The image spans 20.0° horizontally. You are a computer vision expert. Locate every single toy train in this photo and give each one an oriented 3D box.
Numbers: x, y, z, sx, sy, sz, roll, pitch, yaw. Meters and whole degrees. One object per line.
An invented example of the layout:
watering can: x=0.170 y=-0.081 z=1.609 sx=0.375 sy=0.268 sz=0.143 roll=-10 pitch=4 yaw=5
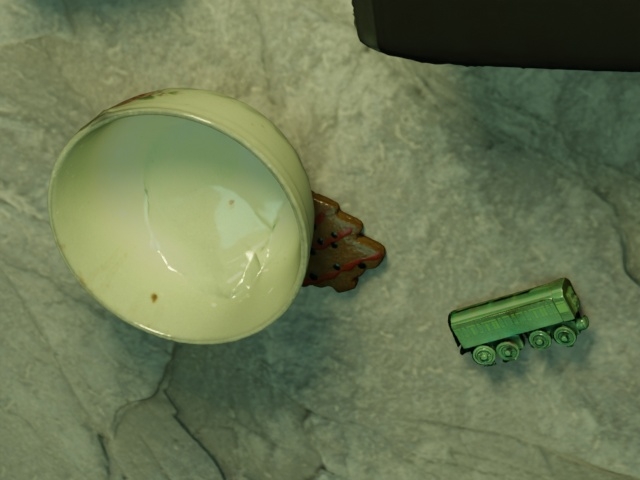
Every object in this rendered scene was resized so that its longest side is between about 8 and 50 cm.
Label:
toy train: x=0.205 y=0.087 z=1.889 sx=0.148 sy=0.038 sz=0.071 roll=-18 pitch=111 yaw=28

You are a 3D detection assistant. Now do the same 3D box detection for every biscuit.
biscuit: x=0.000 y=0.000 z=1.912 sx=0.119 sy=0.019 sz=0.130 roll=-19 pitch=113 yaw=27

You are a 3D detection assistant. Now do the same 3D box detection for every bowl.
bowl: x=-0.126 y=-0.043 z=1.851 sx=0.277 sy=0.145 sz=0.277 roll=9 pitch=123 yaw=15

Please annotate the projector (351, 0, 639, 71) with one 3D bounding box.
projector: x=0.223 y=-0.355 z=1.480 sx=0.405 sy=0.242 sz=0.395 roll=3 pitch=124 yaw=18
